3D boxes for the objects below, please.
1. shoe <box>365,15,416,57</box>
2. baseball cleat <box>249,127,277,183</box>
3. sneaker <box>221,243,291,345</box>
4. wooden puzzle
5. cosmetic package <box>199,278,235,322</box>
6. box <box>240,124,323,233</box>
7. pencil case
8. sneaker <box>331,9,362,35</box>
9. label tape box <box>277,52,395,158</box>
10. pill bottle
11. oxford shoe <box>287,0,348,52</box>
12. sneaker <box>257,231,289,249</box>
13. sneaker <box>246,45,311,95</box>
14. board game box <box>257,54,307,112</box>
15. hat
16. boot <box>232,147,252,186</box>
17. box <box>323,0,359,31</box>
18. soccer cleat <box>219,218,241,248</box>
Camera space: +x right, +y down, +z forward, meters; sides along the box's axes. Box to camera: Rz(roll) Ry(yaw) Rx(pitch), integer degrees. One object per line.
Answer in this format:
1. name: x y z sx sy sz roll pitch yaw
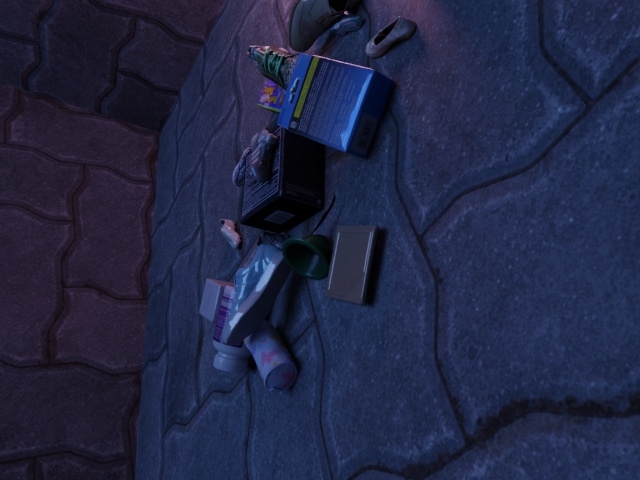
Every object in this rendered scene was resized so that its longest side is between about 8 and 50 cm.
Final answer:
1. shoe: 0.199 -0.623 1.624 0.219 0.058 0.077 -8 71 58
2. baseball cleat: -0.191 -0.293 1.782 0.109 0.072 0.206 -36 51 37
3. sneaker: -0.238 0.175 1.800 0.150 0.135 0.366 29 81 30
4. wooden puzzle: 0.093 0.067 1.544 0.238 0.044 0.221 1 80 64
5. cosmetic package: -0.382 0.251 2.157 0.183 0.151 0.152 11 88 61
6. box: -0.135 -0.218 1.900 0.296 0.182 0.294 -26 57 51
7. pencil case: -0.174 0.381 1.784 0.124 0.113 0.273 -48 35 2
8. sneaker: 0.094 -0.775 1.867 0.166 0.065 0.076 18 89 59
9. label tape box: 0.036 -0.429 1.677 0.347 0.115 0.249 30 105 43
10. pill bottle: -0.305 0.327 1.977 0.169 0.169 0.302 8 84 60
11. oxford shoe: 0.000 -0.815 1.876 0.397 0.140 0.147 -56 50 43
12. sneaker: -0.157 0.031 1.884 0.228 0.132 0.086 43 115 57
13. sneaker: -0.173 -0.655 1.989 0.410 0.182 0.158 41 113 57
14. board game box: -0.135 -0.633 2.178 0.347 0.078 0.233 35 109 58
15. hat: 0.000 0.000 1.718 0.208 0.173 0.184 -30 18 52
16. boot: -0.341 -0.327 2.408 0.086 0.069 0.190 37 108 61
17. box: 0.062 -0.940 1.995 0.322 0.058 0.233 -13 67 59
18. soccer cleat: -0.409 -0.028 2.395 0.068 0.076 0.196 -61 33 25
